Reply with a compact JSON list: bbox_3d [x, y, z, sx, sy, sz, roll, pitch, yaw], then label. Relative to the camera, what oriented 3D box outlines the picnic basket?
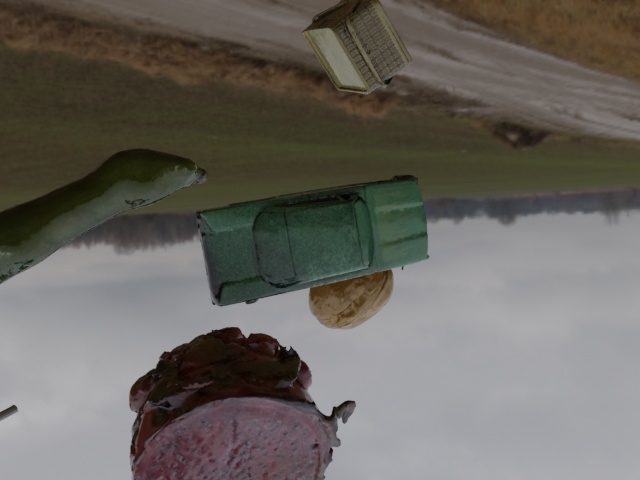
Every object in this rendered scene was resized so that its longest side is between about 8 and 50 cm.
[{"bbox_3d":[0.051,-0.283,1.035,0.079,0.115,0.164,-37,-156,-6],"label":"picnic basket"}]

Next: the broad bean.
[{"bbox_3d":[-0.209,-0.010,0.546,0.256,0.052,0.053,-28,143,-7],"label":"broad bean"}]

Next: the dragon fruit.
[{"bbox_3d":[-0.141,0.273,1.073,0.314,0.296,0.263,4,-159,-20],"label":"dragon fruit"}]

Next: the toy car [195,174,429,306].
[{"bbox_3d":[0.000,0.000,0.980,0.320,0.141,0.097,-11,-174,-15],"label":"toy car"}]

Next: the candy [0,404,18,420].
[{"bbox_3d":[-0.650,0.351,1.150,0.124,0.124,0.365,-1,-165,32],"label":"candy"}]

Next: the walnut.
[{"bbox_3d":[0.065,0.109,1.568,0.206,0.159,0.159,-44,171,15],"label":"walnut"}]
